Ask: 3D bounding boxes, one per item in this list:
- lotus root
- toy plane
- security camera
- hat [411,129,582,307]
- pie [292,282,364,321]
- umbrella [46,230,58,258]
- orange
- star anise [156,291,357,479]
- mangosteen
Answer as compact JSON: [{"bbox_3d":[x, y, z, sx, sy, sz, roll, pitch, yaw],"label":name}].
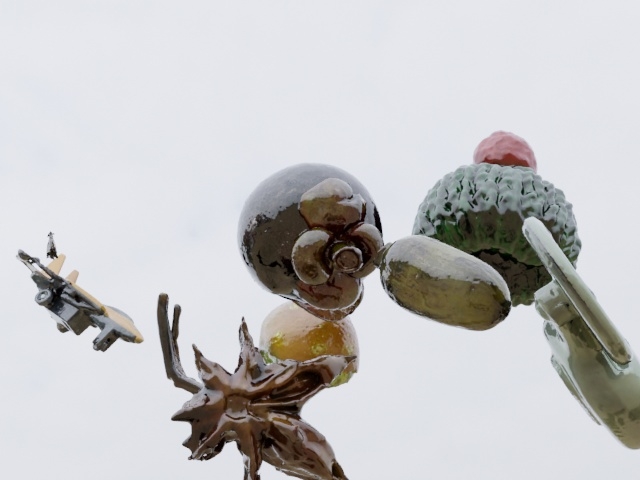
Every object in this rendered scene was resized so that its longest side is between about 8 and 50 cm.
[{"bbox_3d":[0.132,0.046,0.931,0.081,0.179,0.089,-22,-57,-41],"label":"lotus root"},{"bbox_3d":[-0.424,0.132,1.546,0.103,0.316,0.204,-42,-44,-17],"label":"toy plane"},{"bbox_3d":[0.256,0.096,0.841,0.080,0.157,0.301,-33,-48,11],"label":"security camera"},{"bbox_3d":[0.300,-0.053,1.494,0.274,0.332,0.242,20,-47,-6],"label":"hat"},{"bbox_3d":[0.030,0.091,1.498,0.191,0.088,0.033,-25,-5,-44],"label":"pie"},{"bbox_3d":[-0.476,0.009,1.522,0.020,0.083,0.031,-8,-56,-11],"label":"umbrella"},{"bbox_3d":[-0.027,0.187,1.631,0.179,0.158,0.237,-7,3,-13],"label":"orange"},{"bbox_3d":[-0.095,0.179,1.064,0.237,0.346,0.148,-41,-26,-27],"label":"star anise"},{"bbox_3d":[0.000,0.000,1.192,0.211,0.250,0.211,-8,-72,-24],"label":"mangosteen"}]
